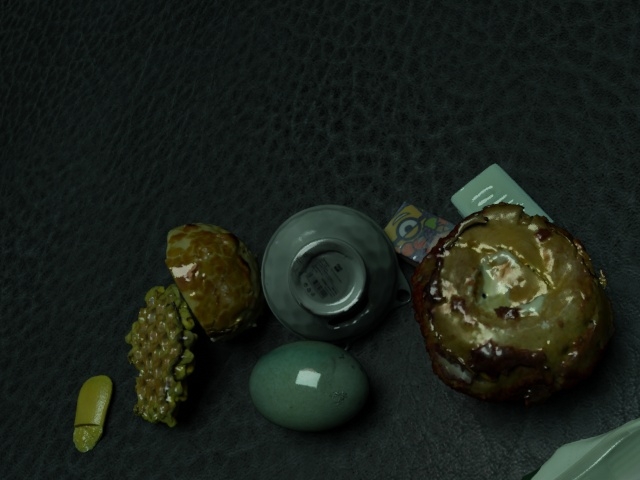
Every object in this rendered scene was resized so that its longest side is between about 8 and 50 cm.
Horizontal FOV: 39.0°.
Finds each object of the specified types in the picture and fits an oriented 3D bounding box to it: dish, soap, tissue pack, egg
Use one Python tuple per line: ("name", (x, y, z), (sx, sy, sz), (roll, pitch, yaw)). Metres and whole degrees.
("dish", (0.018, 0.071, 1.720), (0.303, 0.120, 0.303), (0, 91, 3))
("soap", (0.351, -0.041, 1.719), (0.119, 0.066, 0.198), (-40, 50, 6))
("tissue pack", (0.202, -0.001, 1.784), (0.148, 0.060, 0.109), (29, 79, 37))
("soap", (-0.498, 0.376, 1.977), (0.089, 0.033, 0.168), (-15, 56, 25))
("egg", (-0.022, 0.270, 1.677), (0.236, 0.169, 0.169), (-8, 58, 27))

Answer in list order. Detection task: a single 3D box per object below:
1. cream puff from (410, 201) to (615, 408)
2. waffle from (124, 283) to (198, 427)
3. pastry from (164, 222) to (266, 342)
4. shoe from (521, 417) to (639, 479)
("cream puff", (0.314, 0.122, 1.533), (0.350, 0.229, 0.350), (-2, 62, 4))
("waffle", (-0.335, 0.240, 1.889), (0.282, 0.058, 0.301), (-64, 35, 21))
("pastry", (-0.203, 0.073, 1.845), (0.170, 0.237, 0.256), (-20, 87, 0))
("shoe", (0.433, 0.341, 1.422), (0.265, 0.095, 0.110), (-31, 19, -9))
